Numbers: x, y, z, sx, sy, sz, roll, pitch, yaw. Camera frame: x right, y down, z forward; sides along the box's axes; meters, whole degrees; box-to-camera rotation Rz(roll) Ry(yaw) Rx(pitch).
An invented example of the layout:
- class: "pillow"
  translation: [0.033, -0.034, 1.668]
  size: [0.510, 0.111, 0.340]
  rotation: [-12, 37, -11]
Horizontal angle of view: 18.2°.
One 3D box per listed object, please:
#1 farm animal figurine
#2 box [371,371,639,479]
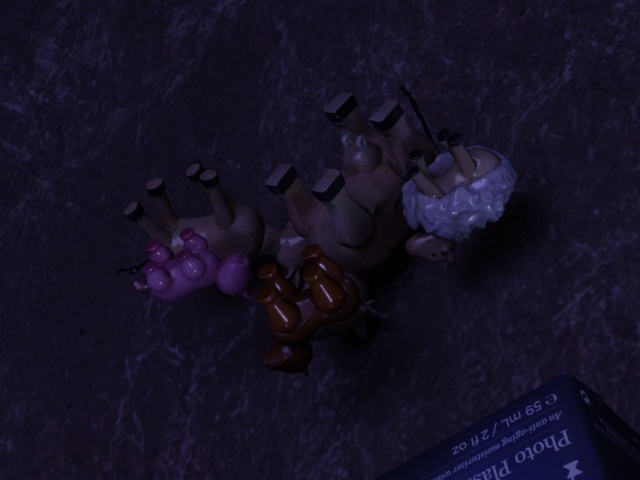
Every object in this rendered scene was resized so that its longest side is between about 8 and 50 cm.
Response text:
- class: "farm animal figurine"
  translation: [0.000, 0.000, 1.916]
  size: [0.327, 0.172, 0.330]
  rotation: [-41, 35, -9]
- class: "box"
  translation: [0.150, 0.313, 1.557]
  size: [0.296, 0.183, 0.294]
  rotation: [-32, 47, 17]
